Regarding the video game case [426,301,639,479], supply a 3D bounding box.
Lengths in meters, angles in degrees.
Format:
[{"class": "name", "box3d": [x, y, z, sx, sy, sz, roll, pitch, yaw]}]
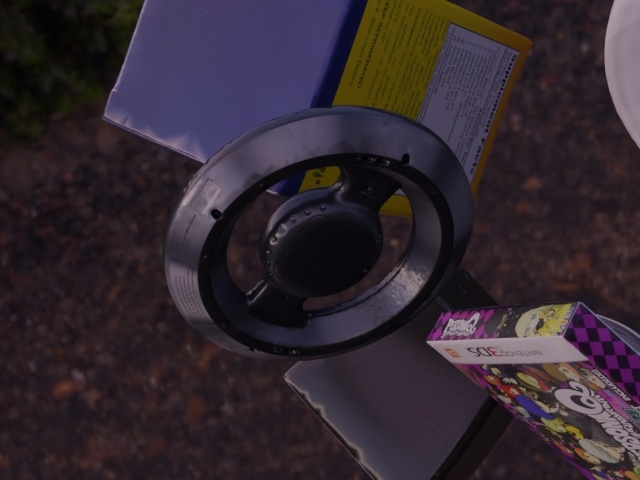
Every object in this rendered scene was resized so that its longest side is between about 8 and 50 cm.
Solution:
[{"class": "video game case", "box3d": [0.233, 0.139, 1.376, 0.042, 0.232, 0.210, -57, 21, -19]}]

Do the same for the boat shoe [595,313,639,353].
[{"class": "boat shoe", "box3d": [0.346, 0.172, 1.810, 0.324, 0.096, 0.117, 37, 101, 31]}]

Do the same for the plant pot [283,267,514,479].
[{"class": "plant pot", "box3d": [0.109, 0.132, 1.566, 0.187, 0.167, 0.188, 47, 21, 13]}]

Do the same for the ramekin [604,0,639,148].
[{"class": "ramekin", "box3d": [0.329, -0.145, 1.036, 0.272, 0.273, 0.127, 6, 46, 18]}]

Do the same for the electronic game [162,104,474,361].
[{"class": "electronic game", "box3d": [0.000, 0.000, 1.138, 0.229, 0.229, 0.048, -17, 42, -5]}]

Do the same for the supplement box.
[{"class": "supplement box", "box3d": [0.009, -0.144, 1.406, 0.195, 0.356, 0.194, 24, 98, 29]}]
